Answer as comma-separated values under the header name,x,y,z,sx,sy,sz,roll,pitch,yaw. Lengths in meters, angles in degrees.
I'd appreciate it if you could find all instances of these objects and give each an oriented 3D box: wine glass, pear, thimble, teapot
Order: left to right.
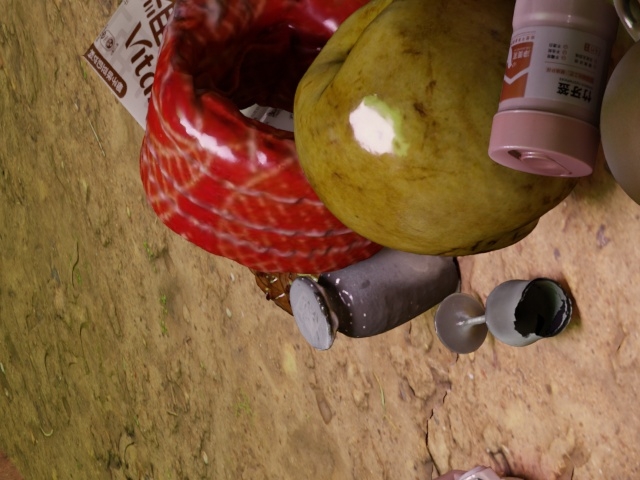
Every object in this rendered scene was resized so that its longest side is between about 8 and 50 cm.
name,x,y,z,sx,sy,sz,roll,pitch,yaw
thimble,-0.038,-0.147,1.895,0.350,0.350,0.231,57,151,24
wine glass,0.067,0.060,1.974,0.111,0.204,0.111,42,144,42
pear,0.137,-0.125,1.632,0.304,0.304,0.304,41,141,44
wine glass,0.213,0.088,1.862,0.195,0.079,0.079,-20,90,64
teapot,0.326,-0.115,1.399,0.268,0.185,0.175,62,170,-11

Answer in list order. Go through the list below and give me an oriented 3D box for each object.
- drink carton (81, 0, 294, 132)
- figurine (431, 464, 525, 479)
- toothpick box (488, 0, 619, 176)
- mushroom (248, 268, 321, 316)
name,x,y,z,sx,sy,sz,roll,pitch,yaw
drink carton,-0.172,-0.229,2.217,0.194,0.132,0.324,-53,54,17
figurine,0.208,0.356,1.981,0.236,0.141,0.163,6,117,60
toothpick box,0.213,-0.141,1.445,0.098,0.098,0.149,-7,70,62
mushroom,0.000,0.000,2.127,0.253,0.153,0.253,25,123,45
